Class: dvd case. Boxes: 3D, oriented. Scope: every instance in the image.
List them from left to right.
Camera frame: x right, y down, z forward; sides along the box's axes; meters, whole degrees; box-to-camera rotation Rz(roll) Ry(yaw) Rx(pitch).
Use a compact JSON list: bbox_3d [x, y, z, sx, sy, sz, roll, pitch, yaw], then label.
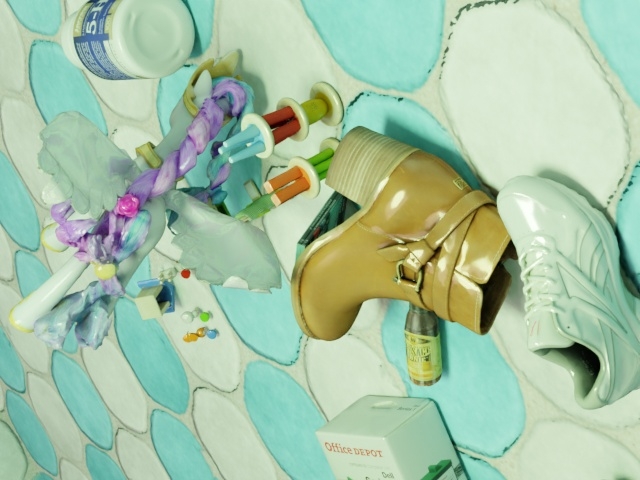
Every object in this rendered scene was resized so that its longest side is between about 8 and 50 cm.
[{"bbox_3d":[0.000,0.000,1.372,0.013,0.119,0.087,22,137,15],"label":"dvd case"}]

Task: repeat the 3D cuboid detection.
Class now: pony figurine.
[{"bbox_3d":[-0.215,-0.033,1.391,0.303,0.351,0.363,34,117,-18],"label":"pony figurine"}]

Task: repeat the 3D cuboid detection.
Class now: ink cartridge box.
[{"bbox_3d":[0.105,0.312,1.493,0.160,0.093,0.219,-10,107,57],"label":"ink cartridge box"}]

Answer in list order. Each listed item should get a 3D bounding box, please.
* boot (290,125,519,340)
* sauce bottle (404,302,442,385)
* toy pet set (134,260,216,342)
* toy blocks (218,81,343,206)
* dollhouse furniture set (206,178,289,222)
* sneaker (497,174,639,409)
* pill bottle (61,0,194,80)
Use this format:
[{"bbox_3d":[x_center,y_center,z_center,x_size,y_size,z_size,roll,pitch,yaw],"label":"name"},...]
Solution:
[{"bbox_3d":[0.094,0.038,1.271,0.220,0.109,0.283,33,122,25],"label":"boot"},{"bbox_3d":[0.115,0.106,1.362,0.042,0.042,0.128,25,134,44],"label":"sauce bottle"},{"bbox_3d":[-0.219,0.090,1.832,0.114,0.065,0.122,-10,113,21],"label":"toy pet set"},{"bbox_3d":[-0.040,-0.093,1.322,0.054,0.148,0.123,22,131,46],"label":"toy blocks"},{"bbox_3d":[-0.102,-0.049,1.514,0.058,0.076,0.152,61,149,-2],"label":"dollhouse furniture set"},{"bbox_3d":[0.222,0.049,1.092,0.232,0.115,0.090,58,148,5],"label":"sneaker"},{"bbox_3d":[-0.253,-0.260,1.526,0.187,0.112,0.112,7,120,52],"label":"pill bottle"}]
